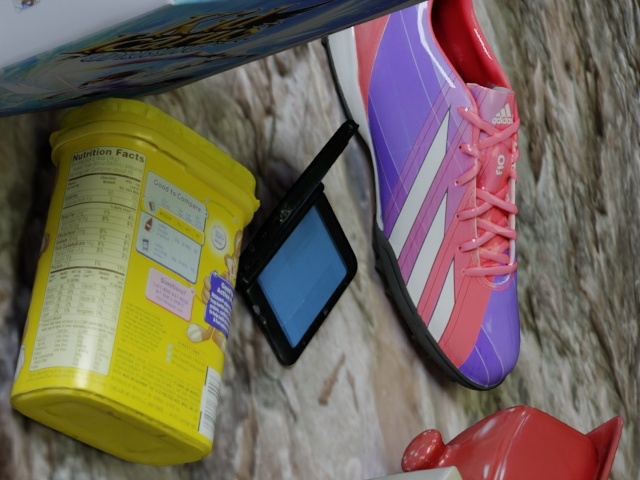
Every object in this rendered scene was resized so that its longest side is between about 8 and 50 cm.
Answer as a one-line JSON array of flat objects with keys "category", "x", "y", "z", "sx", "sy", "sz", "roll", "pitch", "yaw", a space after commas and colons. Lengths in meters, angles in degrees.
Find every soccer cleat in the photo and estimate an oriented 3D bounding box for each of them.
[{"category": "soccer cleat", "x": 0.097, "y": -0.050, "z": 1.104, "sx": 0.108, "sy": 0.116, "sz": 0.318, "roll": -15, "pitch": 89, "yaw": -54}]

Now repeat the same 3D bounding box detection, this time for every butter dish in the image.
[{"category": "butter dish", "x": 0.106, "y": 0.172, "z": 1.029, "sx": 0.118, "sy": 0.160, "sz": 0.160, "roll": 39, "pitch": 42, "yaw": -7}]

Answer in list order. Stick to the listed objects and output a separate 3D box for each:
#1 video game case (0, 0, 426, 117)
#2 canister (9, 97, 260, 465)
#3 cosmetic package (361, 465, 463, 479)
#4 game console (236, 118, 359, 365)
[{"category": "video game case", "x": -0.085, "y": -0.117, "z": 0.776, "sx": 0.269, "sy": 0.244, "sz": 0.061, "roll": -18, "pitch": 92, "yaw": -54}, {"category": "canister", "x": -0.101, "y": 0.025, "z": 0.849, "sx": 0.126, "sy": 0.073, "sz": 0.170, "roll": 34, "pitch": 53, "yaw": -43}, {"category": "cosmetic package", "x": 0.068, "y": 0.312, "z": 0.933, "sx": 0.160, "sy": 0.113, "sz": 0.309, "roll": -42, "pitch": 110, "yaw": -52}, {"category": "game console", "x": 0.000, "y": 0.000, "z": 0.998, "sx": 0.071, "sy": 0.107, "sz": 0.122, "roll": 37, "pitch": 42, "yaw": -1}]
